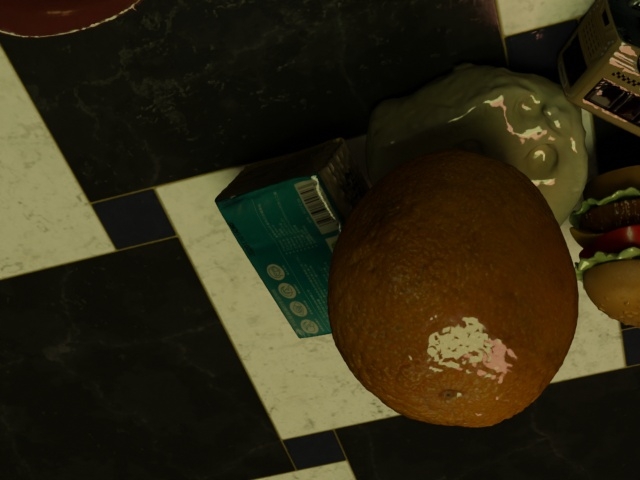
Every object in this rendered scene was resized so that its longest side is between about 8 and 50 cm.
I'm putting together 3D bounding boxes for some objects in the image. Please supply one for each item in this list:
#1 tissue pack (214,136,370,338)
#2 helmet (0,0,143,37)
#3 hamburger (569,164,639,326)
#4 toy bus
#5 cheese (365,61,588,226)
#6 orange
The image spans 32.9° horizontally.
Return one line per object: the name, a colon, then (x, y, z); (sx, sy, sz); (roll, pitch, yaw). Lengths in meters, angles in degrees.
tissue pack: (0.000, 0.000, 1.593); (0.192, 0.134, 0.271); (-12, 118, 33)
helmet: (-0.283, -0.439, 1.162); (0.337, 0.230, 0.385); (10, 130, -24)
hamburger: (0.497, 0.024, 1.571); (0.274, 0.212, 0.274); (3, 164, 1)
toy bus: (0.476, -0.210, 1.482); (0.289, 0.139, 0.157); (21, 132, -19)
cheese: (0.222, -0.114, 1.568); (0.326, 0.115, 0.318); (17, 129, -19)
orange: (0.173, 0.054, 1.403); (0.322, 0.357, 0.322); (8, 144, 6)
